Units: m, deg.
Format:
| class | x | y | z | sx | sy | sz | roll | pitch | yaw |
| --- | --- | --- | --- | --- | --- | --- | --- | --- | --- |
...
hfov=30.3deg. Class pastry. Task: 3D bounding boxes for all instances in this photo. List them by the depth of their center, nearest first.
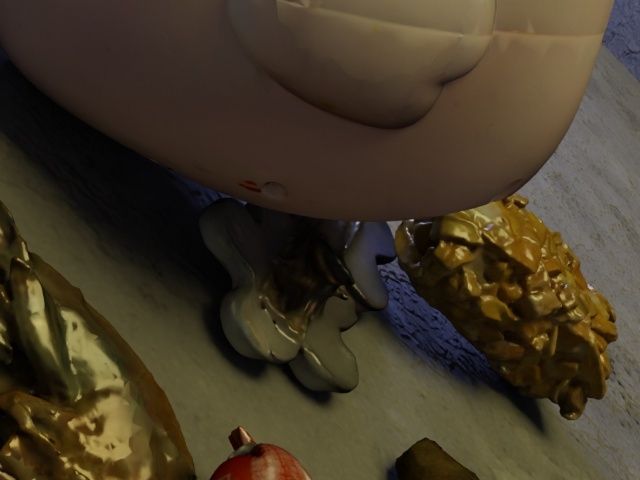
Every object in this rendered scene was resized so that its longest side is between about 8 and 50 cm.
| class | x | y | z | sx | sy | sz | roll | pitch | yaw |
| --- | --- | --- | --- | --- | --- | --- | --- | --- | --- |
| pastry | 0.139 | 0.024 | 0.911 | 0.250 | 0.102 | 0.154 | 45 | 26 | -34 |

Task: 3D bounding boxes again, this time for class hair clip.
| class | x | y | z | sx | sy | sz | roll | pitch | yaw |
| --- | --- | --- | --- | --- | --- | --- | --- | --- | --- |
| hair clip | -0.005 | 0.004 | 0.790 | 0.146 | 0.075 | 0.257 | 46 | 18 | -9 |

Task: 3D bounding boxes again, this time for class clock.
| class | x | y | z | sx | sy | sz | roll | pitch | yaw |
| --- | --- | --- | --- | --- | --- | --- | --- | --- | --- |
| clock | -0.025 | -0.160 | 0.722 | 0.377 | 0.250 | 0.368 | 8 | 21 | -4 |

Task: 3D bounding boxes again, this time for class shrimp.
| class | x | y | z | sx | sy | sz | roll | pitch | yaw |
| --- | --- | --- | --- | --- | --- | --- | --- | --- | --- |
| shrimp | -0.142 | 0.038 | 0.519 | 0.262 | 0.066 | 0.117 | 50 | 25 | 7 |

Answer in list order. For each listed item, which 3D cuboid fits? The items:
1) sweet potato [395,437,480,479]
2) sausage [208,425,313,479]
| class | x | y | z | sx | sy | sz | roll | pitch | yaw |
| --- | --- | --- | --- | --- | --- | --- | --- | --- | --- |
| sweet potato | 0.089 | 0.209 | 0.639 | 0.075 | 0.075 | 0.273 | 36 | 25 | -25 |
| sausage | -0.010 | 0.192 | 0.496 | 0.074 | 0.074 | 0.274 | 29 | 31 | -35 |
